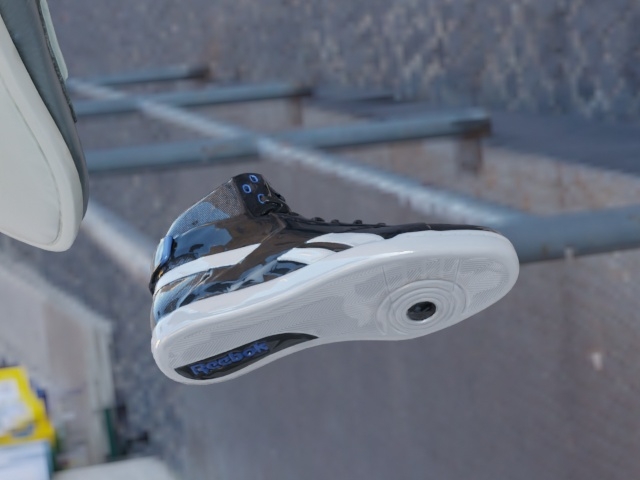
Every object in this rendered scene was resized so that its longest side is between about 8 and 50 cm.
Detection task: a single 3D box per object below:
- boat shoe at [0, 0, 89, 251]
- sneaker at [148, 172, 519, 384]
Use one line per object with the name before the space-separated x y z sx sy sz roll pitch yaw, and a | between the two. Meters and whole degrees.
boat shoe | -0.169 -0.109 0.988 0.099 0.116 0.319 -61 -22 -28
sneaker | 0.000 0.000 1.114 0.079 0.217 0.121 74 -177 -48
